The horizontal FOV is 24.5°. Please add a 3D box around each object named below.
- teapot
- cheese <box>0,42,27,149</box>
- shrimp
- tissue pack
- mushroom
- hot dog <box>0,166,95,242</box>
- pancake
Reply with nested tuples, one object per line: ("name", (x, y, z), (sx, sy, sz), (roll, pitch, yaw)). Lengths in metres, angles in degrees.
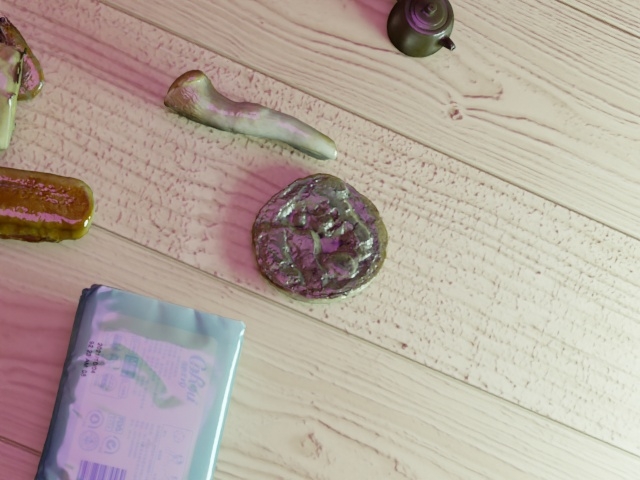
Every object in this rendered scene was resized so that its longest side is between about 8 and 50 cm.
("teapot", (0.117, -0.266, 1.726), (0.076, 0.068, 0.121), (-32, 84, -19))
("cheese", (-0.402, -0.162, 1.554), (0.167, 0.094, 0.123), (9, 116, -10))
("shrimp", (-0.348, -0.201, 1.627), (0.059, 0.023, 0.108), (-33, 83, -11))
("tissue pack", (-0.191, 0.193, 1.517), (0.177, 0.089, 0.263), (15, 69, -10))
("mushroom", (-0.074, -0.136, 1.650), (0.202, 0.059, 0.054), (21, 88, -6))
("hot dog", (-0.382, -0.048, 1.554), (0.286, 0.061, 0.087), (13, 69, -8))
("pancake", (0.000, 0.000, 1.647), (0.158, 0.028, 0.158), (4, 71, -11))
